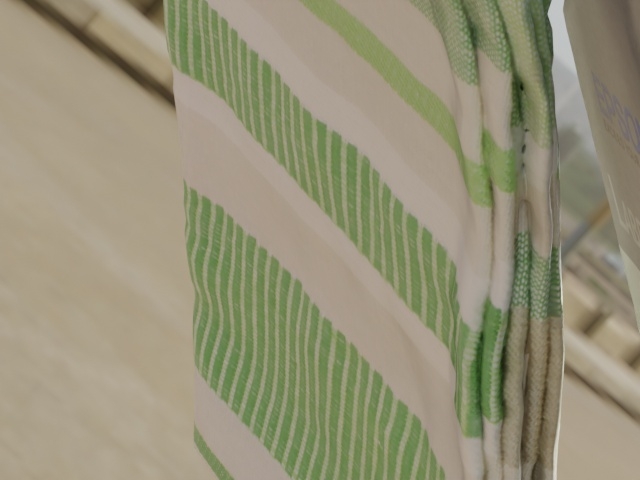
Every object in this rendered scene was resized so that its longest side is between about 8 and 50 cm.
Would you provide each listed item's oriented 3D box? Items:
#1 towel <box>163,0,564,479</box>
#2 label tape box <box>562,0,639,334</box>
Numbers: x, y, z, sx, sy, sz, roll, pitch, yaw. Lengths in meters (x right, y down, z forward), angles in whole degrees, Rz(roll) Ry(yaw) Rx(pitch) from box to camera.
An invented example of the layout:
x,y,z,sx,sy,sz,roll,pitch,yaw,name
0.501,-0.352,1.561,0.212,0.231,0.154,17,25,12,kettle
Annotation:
x,y,z,sx,sy,sz,roll,pitch,yaw,name
0.000,0.000,0.596,0.248,0.038,0.325,48,-29,49,towel
0.193,-0.028,0.456,0.106,0.240,0.334,-109,-178,-68,label tape box
